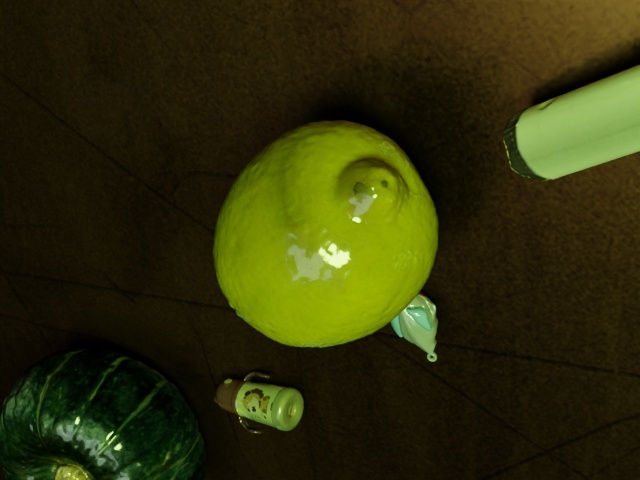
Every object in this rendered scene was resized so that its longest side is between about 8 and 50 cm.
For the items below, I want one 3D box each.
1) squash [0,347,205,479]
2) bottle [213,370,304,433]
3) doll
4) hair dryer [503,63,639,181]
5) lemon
[{"bbox_3d":[-0.254,0.244,1.337,0.252,0.165,0.252,18,128,25],"label":"squash"},{"bbox_3d":[-0.071,0.176,1.249,0.101,0.063,0.047,9,154,32],"label":"bottle"},{"bbox_3d":[0.084,0.063,1.068,0.057,0.039,0.114,-23,98,7],"label":"doll"},{"bbox_3d":[0.257,-0.101,0.789,0.362,0.128,0.203,-19,111,49],"label":"hair dryer"},{"bbox_3d":[0.000,0.000,0.979,0.184,0.184,0.248,46,139,-4],"label":"lemon"}]
